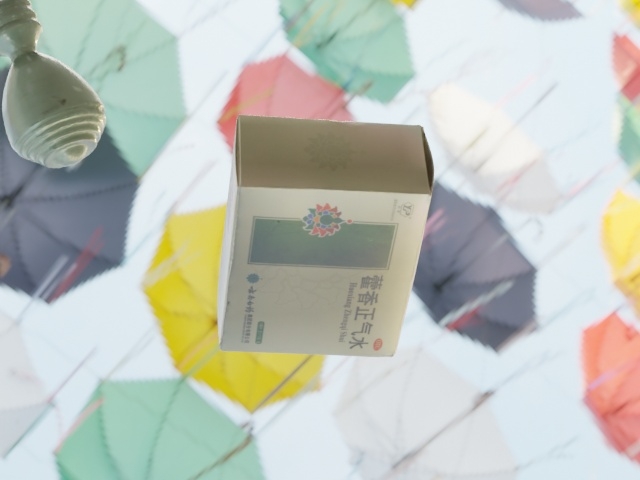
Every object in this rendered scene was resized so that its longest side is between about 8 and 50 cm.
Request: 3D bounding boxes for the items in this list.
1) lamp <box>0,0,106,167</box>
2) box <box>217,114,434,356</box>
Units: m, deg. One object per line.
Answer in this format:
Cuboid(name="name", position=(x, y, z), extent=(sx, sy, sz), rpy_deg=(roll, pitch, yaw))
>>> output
Cuboid(name="lamp", position=(-0.297, -0.165, 1.682), extent=(0.106, 0.106, 0.193), rpy_deg=(-13, -107, -49))
Cuboid(name="box", position=(0.000, 0.000, 1.400), extent=(0.168, 0.212, 0.095), rpy_deg=(1, -135, -8))
